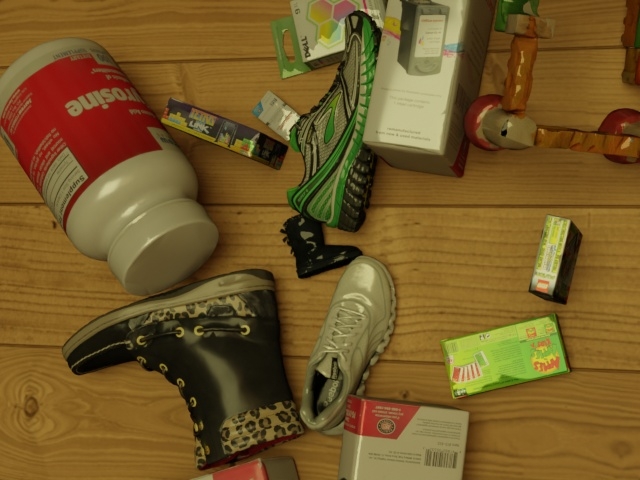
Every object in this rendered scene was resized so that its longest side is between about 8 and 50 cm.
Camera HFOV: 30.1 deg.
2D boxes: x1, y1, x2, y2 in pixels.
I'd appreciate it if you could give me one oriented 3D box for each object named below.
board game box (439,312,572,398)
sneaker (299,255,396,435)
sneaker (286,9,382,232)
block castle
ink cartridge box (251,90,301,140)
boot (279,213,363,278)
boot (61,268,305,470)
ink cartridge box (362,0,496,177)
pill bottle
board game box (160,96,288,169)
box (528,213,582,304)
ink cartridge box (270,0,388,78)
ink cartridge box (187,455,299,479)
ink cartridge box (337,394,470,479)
[{"bbox_3d":[0.283,0.177,1.820,0.181,0.043,0.092,-15,80,15],"label":"board game box"},{"bbox_3d":[0.039,0.165,1.858,0.110,0.118,0.292,14,87,20],"label":"sneaker"},{"bbox_3d":[0.024,-0.191,1.862,0.146,0.134,0.343,12,97,9],"label":"sneaker"},{"bbox_3d":[0.387,-0.338,1.707,0.303,0.213,0.453,5,100,-9],"label":"block castle"},{"bbox_3d":[-0.067,-0.204,1.975,0.083,0.028,0.048,41,96,17],"label":"ink cartridge box"},{"bbox_3d":[0.000,0.000,1.927,0.121,0.045,0.099,-18,73,12],"label":"boot"},{"bbox_3d":[-0.217,0.229,1.918,0.377,0.138,0.284,-19,76,7],"label":"boot"},{"bbox_3d":[0.171,-0.266,1.809,0.131,0.226,0.306,8,85,16],"label":"ink cartridge box"},{"bbox_3d":[-0.343,-0.117,1.919,0.229,0.229,0.407,-42,67,8],"label":"pill bottle"},{"bbox_3d":[-0.154,-0.174,1.940,0.170,0.141,0.048,22,91,17],"label":"board game box"},{"bbox_3d":[0.344,0.031,1.733,0.036,0.207,0.114,13,89,18],"label":"box"},{"bbox_3d":[0.013,-0.349,1.950,0.209,0.062,0.109,-14,80,15],"label":"ink cartridge box"},{"bbox_3d":[-0.205,0.523,1.866,0.385,0.160,0.279,-19,78,14],"label":"ink cartridge box"},{"bbox_3d":[0.118,0.361,1.785,0.172,0.100,0.237,8,85,-12],"label":"ink cartridge box"}]
